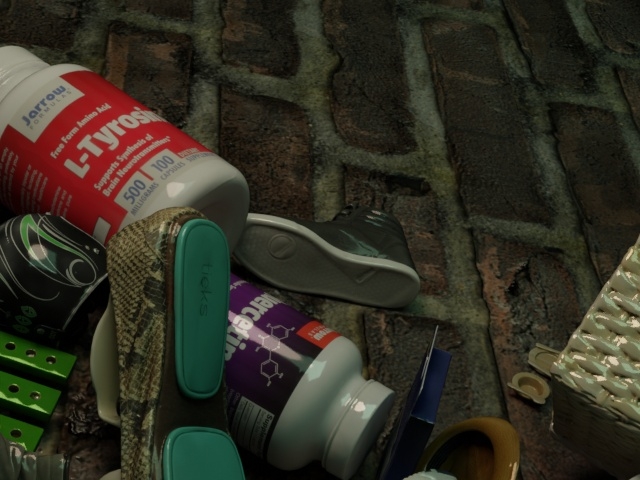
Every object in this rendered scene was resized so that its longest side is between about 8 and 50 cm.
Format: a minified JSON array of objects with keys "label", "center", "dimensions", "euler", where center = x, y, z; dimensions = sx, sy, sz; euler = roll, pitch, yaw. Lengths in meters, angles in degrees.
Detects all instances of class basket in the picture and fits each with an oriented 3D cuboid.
[{"label":"basket","center":[0.489,0.158,1.766],"dimensions":[0.331,0.266,0.328],"euler":[31,78,21]}]

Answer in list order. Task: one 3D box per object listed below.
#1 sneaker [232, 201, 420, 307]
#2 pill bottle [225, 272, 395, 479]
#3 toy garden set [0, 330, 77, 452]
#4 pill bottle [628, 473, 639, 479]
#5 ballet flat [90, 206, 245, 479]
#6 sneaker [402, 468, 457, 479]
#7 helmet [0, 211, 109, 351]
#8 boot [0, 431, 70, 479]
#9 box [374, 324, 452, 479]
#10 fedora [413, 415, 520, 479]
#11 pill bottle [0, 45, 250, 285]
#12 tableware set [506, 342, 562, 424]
[{"label":"sneaker","center":[0.000,0.000,2.133],"dimensions":[0.296,0.104,0.147],"euler":[16,33,-12]},{"label":"pill bottle","center":[-0.076,0.161,1.806],"dimensions":[0.323,0.181,0.181],"euler":[28,36,15]},{"label":"toy garden set","center":[-0.423,0.198,1.728],"dimensions":[0.204,0.049,0.244],"euler":[19,36,-1]},{"label":"pill bottle","center":[0.455,0.438,1.633],"dimensions":[0.210,0.210,0.363],"euler":[-21,50,-42]},{"label":"ballet flat","center":[-0.181,0.205,1.668],"dimensions":[0.164,0.182,0.482],"euler":[15,65,-53]},{"label":"sneaker","center":[0.095,0.371,1.655],"dimensions":[0.235,0.094,0.153],"euler":[-26,60,-30]},{"label":"helmet","center":[-0.360,0.047,1.862],"dimensions":[0.162,0.169,0.169],"euler":[34,37,5]},{"label":"boot","center":[-0.346,0.227,1.592],"dimensions":[0.161,0.246,0.083],"euler":[10,-1,-8]},{"label":"box","center":[0.110,0.225,1.760],"dimensions":[0.037,0.225,0.136],"euler":[19,36,2]},{"label":"fedora","center":[0.185,0.306,1.777],"dimensions":[0.079,0.194,0.194],"euler":[43,24,-29]},{"label":"pill bottle","center":[-0.315,-0.099,2.017],"dimensions":[0.408,0.229,0.229],"euler":[34,38,22]},{"label":"tableware set","center":[0.342,0.208,2.060],"dimensions":[0.141,0.020,0.169],"euler":[29,36,16]}]
